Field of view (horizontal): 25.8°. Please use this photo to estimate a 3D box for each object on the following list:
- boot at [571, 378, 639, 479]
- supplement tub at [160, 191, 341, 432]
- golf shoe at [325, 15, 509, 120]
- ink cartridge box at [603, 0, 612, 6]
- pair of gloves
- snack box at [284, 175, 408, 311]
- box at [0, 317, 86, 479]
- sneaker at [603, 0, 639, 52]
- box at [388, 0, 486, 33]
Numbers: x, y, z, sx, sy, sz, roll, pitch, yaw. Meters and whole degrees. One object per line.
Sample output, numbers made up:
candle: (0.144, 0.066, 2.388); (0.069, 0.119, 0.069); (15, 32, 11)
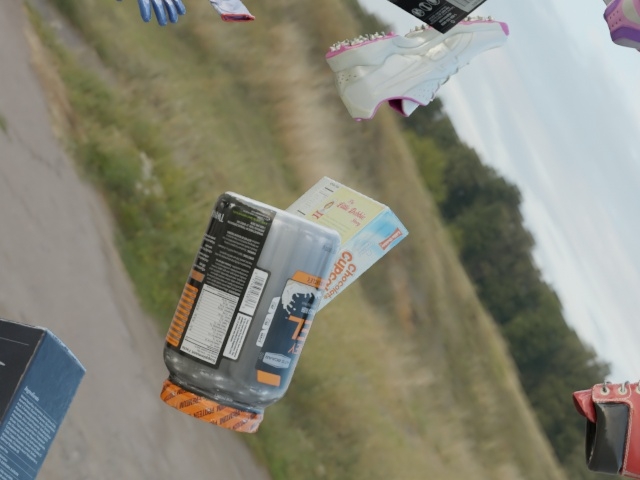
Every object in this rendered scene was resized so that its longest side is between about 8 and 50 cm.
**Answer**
boot: (0.357, 0.133, 1.428); (0.088, 0.176, 0.244); (87, 21, -76)
supplement tub: (-0.065, 0.063, 1.217); (0.117, 0.190, 0.117); (20, 1, 0)
golf shoe: (0.161, -0.273, 2.209); (0.115, 0.306, 0.140); (-170, -113, -74)
ink cartridge box: (0.385, -0.297, 1.630); (0.206, 0.045, 0.208); (44, -4, -37)
pair of gloves: (-0.182, -0.336, 1.808); (0.159, 0.198, 0.023); (62, -38, 32)
snack box: (0.000, 0.000, 2.191); (0.060, 0.187, 0.322); (51, -6, -19)
box: (-0.375, 0.190, 1.513); (0.207, 0.153, 0.108); (-66, 153, -24)
sneaker: (0.370, -0.223, 1.410); (0.236, 0.104, 0.095); (2, 64, -43)
box: (0.179, -0.437, 1.830); (0.143, 0.270, 0.165); (27, -24, -17)
